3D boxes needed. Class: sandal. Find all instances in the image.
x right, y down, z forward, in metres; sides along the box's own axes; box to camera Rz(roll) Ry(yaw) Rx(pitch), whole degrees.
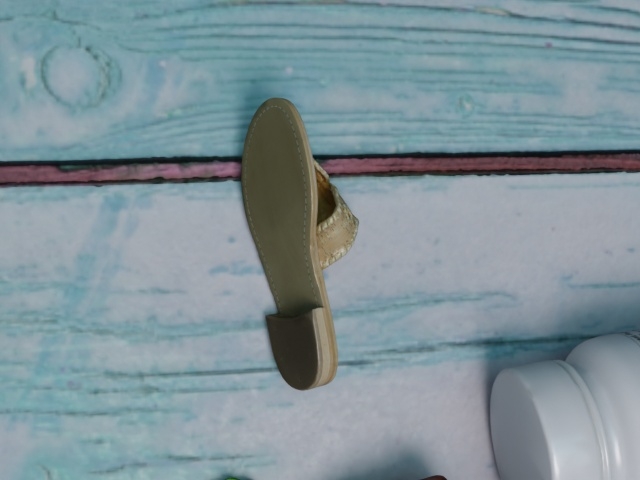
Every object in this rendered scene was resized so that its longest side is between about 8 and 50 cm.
[{"bbox_3d":[-0.004,0.000,0.894,0.079,0.088,0.240,-10,95,-42],"label":"sandal"}]

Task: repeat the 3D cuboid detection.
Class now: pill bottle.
[{"bbox_3d":[0.296,0.150,0.881,0.283,0.160,0.160,-8,87,-10],"label":"pill bottle"}]

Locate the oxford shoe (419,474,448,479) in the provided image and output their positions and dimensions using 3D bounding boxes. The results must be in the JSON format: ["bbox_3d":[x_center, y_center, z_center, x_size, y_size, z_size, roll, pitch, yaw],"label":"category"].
[{"bbox_3d":[0.077,0.368,0.865,0.130,0.123,0.348,-11,89,15],"label":"oxford shoe"}]

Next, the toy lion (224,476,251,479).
[{"bbox_3d":[-0.062,0.249,0.874,0.096,0.034,0.100,13,84,-2],"label":"toy lion"}]
